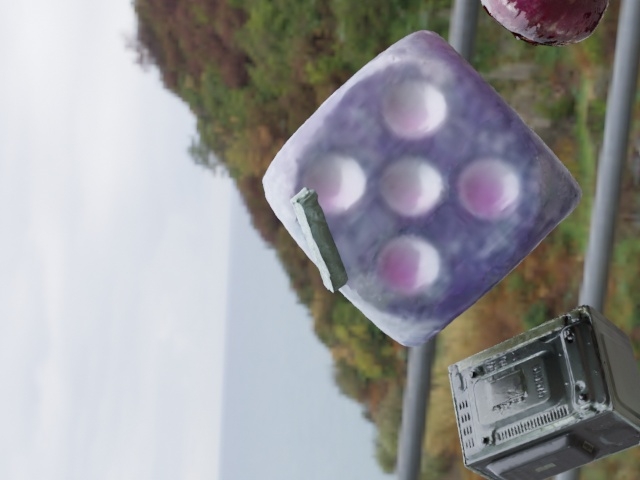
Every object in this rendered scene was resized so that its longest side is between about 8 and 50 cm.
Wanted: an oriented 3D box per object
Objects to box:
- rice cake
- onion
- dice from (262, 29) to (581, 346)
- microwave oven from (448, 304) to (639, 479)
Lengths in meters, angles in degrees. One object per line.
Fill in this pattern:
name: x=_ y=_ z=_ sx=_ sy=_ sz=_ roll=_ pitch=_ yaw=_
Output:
rice cake: x=0.000 y=0.000 z=1.159 sx=0.022 sy=0.022 sz=0.121 roll=27 pitch=150 yaw=41
onion: x=0.155 y=-0.185 z=0.866 sx=0.097 sy=0.107 sz=0.107 roll=-41 pitch=39 yaw=44
dice: x=0.116 y=-0.058 z=1.434 sx=0.271 sy=0.270 sz=0.270 roll=-43 pitch=-5 yaw=8
microwave oven: x=0.273 y=0.192 z=1.511 sx=0.129 sy=0.205 sz=0.163 roll=35 pitch=-143 yaw=-40
